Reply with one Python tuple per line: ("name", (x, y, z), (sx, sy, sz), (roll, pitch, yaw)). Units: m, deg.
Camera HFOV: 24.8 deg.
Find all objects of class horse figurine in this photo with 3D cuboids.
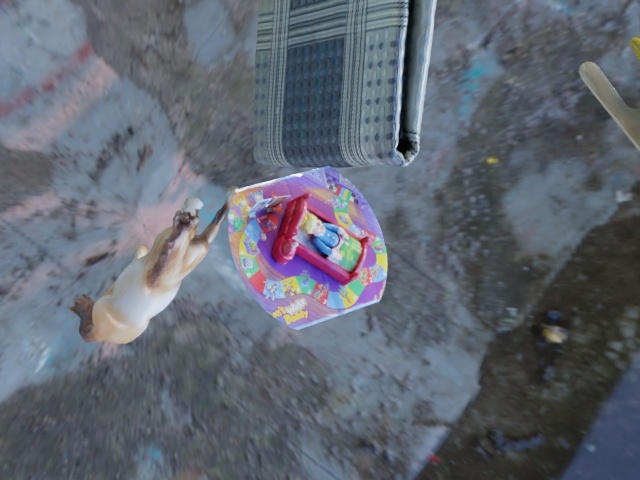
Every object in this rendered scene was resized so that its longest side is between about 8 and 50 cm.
("horse figurine", (-0.177, 0.034, 1.509), (0.066, 0.174, 0.263), (42, 118, -10))

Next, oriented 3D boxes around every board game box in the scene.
("board game box", (0.000, 0.000, 1.271), (0.169, 0.033, 0.133), (-16, 81, -39))

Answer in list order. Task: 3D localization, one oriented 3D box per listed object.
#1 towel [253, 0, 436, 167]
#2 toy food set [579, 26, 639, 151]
("towel", (0.023, -0.233, 1.456), (0.056, 0.312, 0.324), (3, 91, -28))
("toy food set", (0.280, -0.136, 0.985), (0.192, 0.038, 0.132), (-35, 64, -1))
